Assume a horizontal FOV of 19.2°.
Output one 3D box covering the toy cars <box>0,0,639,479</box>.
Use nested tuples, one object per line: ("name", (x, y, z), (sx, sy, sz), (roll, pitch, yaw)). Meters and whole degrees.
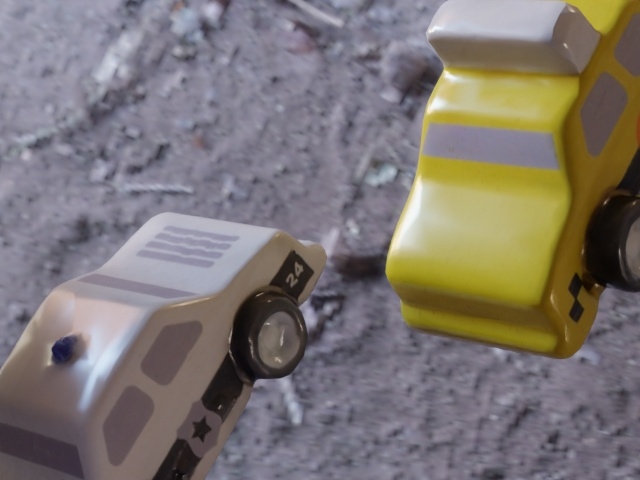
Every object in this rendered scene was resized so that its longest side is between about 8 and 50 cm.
("toy cars", (0.000, 0.000, 0.723), (0.393, 0.087, 0.176), (-34, 40, 12))
